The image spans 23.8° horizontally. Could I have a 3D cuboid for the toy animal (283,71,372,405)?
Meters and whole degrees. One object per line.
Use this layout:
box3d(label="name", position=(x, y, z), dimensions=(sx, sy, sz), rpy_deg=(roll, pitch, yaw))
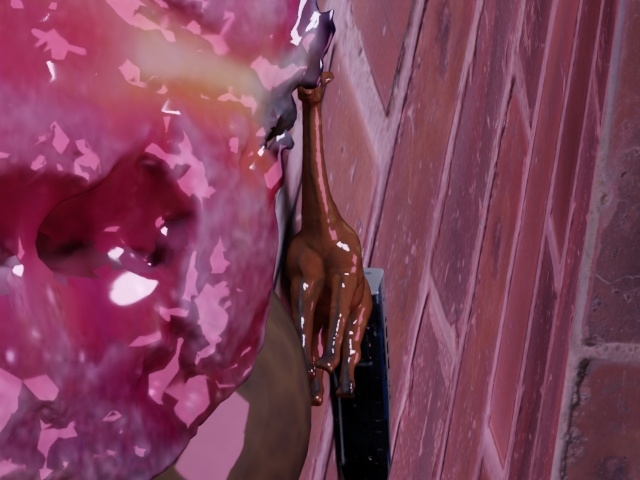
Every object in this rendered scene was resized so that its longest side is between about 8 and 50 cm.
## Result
box3d(label="toy animal", position=(0.000, 0.000, 1.228), dimensions=(0.224, 0.066, 0.229), rpy_deg=(67, 25, -64))

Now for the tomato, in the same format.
box3d(label="tomato", position=(-0.150, -0.075, 0.557), dimensions=(0.290, 0.176, 0.334), rpy_deg=(20, 74, -51))

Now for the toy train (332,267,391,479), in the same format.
box3d(label="toy train", position=(0.040, 0.137, 1.424), dimensions=(0.051, 0.052, 0.233), rpy_deg=(-67, 155, -58))

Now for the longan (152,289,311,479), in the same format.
box3d(label="longan", position=(-0.096, 0.087, 0.742), dimensions=(0.198, 0.198, 0.212), rpy_deg=(73, 33, -51))
